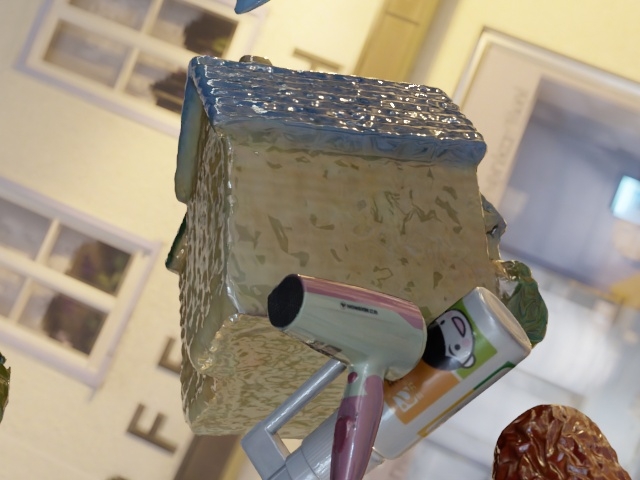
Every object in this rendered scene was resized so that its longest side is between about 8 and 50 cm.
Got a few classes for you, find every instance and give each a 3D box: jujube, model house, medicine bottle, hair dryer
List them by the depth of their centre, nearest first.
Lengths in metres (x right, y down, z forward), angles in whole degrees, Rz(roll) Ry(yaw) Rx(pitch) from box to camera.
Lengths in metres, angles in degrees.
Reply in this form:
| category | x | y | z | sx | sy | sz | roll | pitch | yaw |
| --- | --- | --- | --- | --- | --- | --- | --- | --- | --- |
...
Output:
| category | x | y | z | sx | sy | sz | roll | pitch | yaw |
| --- | --- | --- | --- | --- | --- | --- | --- | --- | --- |
| hair dryer | 0.017 | 0.102 | 0.842 | 0.106 | 0.054 | 0.154 | 16 | -115 | -39 |
| medicine bottle | 0.039 | 0.111 | 0.965 | 0.220 | 0.092 | 0.061 | -41 | -24 | 14 |
| jujube | 0.188 | 0.201 | 1.037 | 0.176 | 0.109 | 0.112 | -107 | -7 | -56 |
| model house | 0.000 | 0.000 | 1.442 | 0.382 | 0.334 | 0.343 | 127 | 143 | -58 |

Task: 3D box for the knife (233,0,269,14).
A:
| category | x | y | z | sx | sy | sz | roll | pitch | yaw |
| --- | --- | --- | --- | --- | --- | --- | --- | --- | --- |
| knife | 0.036 | -0.240 | 0.621 | 0.019 | 0.044 | 0.313 | 34 | -100 | -52 |

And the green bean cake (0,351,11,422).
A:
| category | x | y | z | sx | sy | sz | roll | pitch | yaw |
| --- | --- | --- | --- | --- | --- | --- | --- | --- | --- |
| green bean cake | -0.483 | 0.122 | 1.513 | 0.285 | 0.202 | 0.310 | -41 | 36 | 25 |
